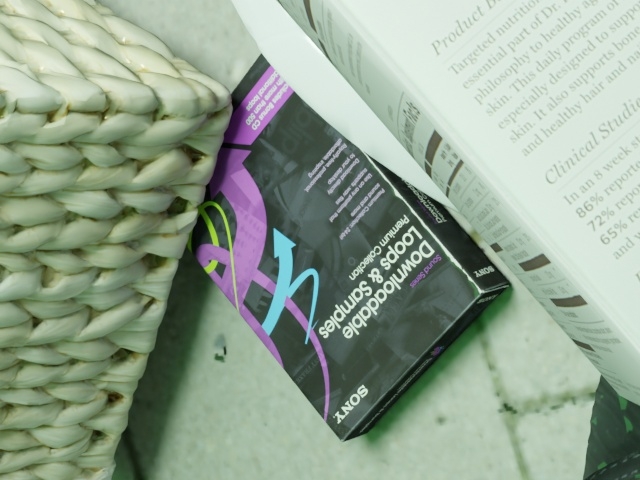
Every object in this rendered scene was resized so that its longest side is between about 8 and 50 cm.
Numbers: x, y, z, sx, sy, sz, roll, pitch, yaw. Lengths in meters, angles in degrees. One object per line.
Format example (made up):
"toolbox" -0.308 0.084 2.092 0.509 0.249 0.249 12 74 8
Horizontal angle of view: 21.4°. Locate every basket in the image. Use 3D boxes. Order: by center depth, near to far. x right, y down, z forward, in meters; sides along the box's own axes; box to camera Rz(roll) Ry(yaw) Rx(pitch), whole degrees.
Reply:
"basket" -0.275 -0.022 0.804 0.331 0.328 0.266 37 115 31

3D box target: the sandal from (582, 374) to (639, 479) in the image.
"sandal" 0.146 0.198 0.706 0.167 0.107 0.446 25 112 28

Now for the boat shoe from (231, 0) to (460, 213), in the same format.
"boat shoe" 0.016 -0.157 0.718 0.335 0.121 0.119 54 127 16

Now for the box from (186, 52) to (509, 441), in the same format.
"box" 0.000 0.000 0.816 0.162 0.029 0.116 49 122 16

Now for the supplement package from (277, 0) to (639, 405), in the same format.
"supplement package" 0.099 -0.105 0.559 0.199 0.198 0.263 -41 87 1
